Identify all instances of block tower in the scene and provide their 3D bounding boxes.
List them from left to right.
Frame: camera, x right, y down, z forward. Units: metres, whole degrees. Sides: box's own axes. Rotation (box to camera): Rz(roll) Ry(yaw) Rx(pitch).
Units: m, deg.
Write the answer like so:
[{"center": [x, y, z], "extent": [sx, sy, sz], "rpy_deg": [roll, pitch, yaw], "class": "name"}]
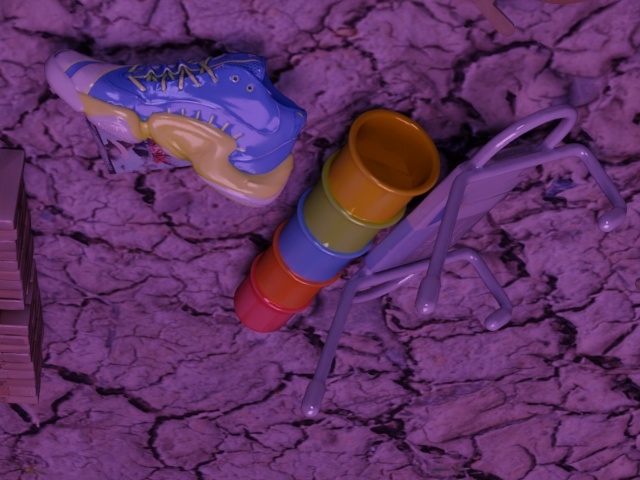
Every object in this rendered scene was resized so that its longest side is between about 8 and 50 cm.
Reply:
[{"center": [-0.340, 0.043, 1.726], "extent": [0.097, 0.091, 0.335], "rpy_deg": [2, 144, -5], "class": "block tower"}]

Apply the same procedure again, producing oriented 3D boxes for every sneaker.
[{"center": [-0.119, -0.134, 1.509], "extent": [0.240, 0.091, 0.126], "rpy_deg": [29, 103, -15], "class": "sneaker"}]

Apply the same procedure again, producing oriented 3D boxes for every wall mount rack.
[{"center": [0.117, 0.025, 1.582], "extent": [0.304, 0.130, 0.350], "rpy_deg": [-17, 159, -40], "class": "wall mount rack"}]

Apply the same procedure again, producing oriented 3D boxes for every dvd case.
[{"center": [-0.152, -0.098, 1.596], "extent": [0.119, 0.013, 0.087], "rpy_deg": [-5, 144, 8], "class": "dvd case"}]

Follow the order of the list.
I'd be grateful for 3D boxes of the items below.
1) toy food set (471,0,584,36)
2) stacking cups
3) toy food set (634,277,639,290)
[{"center": [0.207, -0.244, 1.382], "extent": [0.192, 0.038, 0.132], "rpy_deg": [-22, 146, 19], "class": "toy food set"}, {"center": [0.000, 0.000, 1.661], "extent": [0.096, 0.096, 0.316], "rpy_deg": [16, 141, -21], "class": "stacking cups"}, {"center": [0.405, -0.007, 1.687], "extent": [0.128, 0.071, 0.218], "rpy_deg": [27, 140, 4], "class": "toy food set"}]
